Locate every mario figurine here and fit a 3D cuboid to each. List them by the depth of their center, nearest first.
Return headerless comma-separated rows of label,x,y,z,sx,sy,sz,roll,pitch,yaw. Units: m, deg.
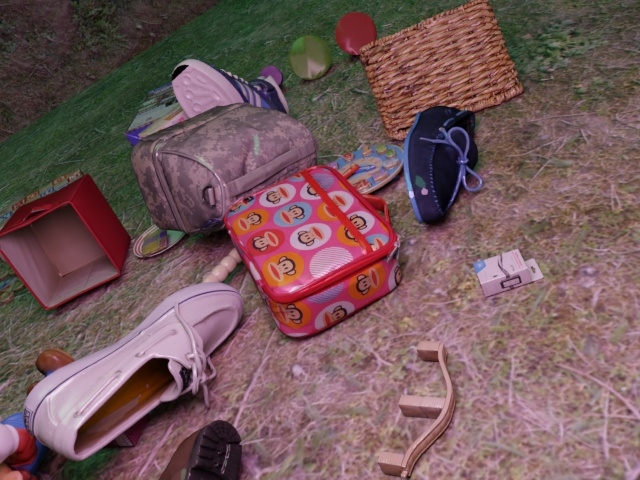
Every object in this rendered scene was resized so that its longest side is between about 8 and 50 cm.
mario figurine,-0.463,0.296,0.901,0.170,0.198,0.321,-6,31,8

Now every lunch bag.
lunch bag,0.000,0.000,1.033,0.258,0.120,0.293,-26,40,-11
lunch bag,-0.181,-0.143,1.251,0.256,0.213,0.305,4,28,41

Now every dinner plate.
dinner plate,-0.351,-0.006,1.406,0.141,0.017,0.141,-20,32,13

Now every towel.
towel,-0.361,0.004,1.376,0.060,0.009,0.083,-27,32,2

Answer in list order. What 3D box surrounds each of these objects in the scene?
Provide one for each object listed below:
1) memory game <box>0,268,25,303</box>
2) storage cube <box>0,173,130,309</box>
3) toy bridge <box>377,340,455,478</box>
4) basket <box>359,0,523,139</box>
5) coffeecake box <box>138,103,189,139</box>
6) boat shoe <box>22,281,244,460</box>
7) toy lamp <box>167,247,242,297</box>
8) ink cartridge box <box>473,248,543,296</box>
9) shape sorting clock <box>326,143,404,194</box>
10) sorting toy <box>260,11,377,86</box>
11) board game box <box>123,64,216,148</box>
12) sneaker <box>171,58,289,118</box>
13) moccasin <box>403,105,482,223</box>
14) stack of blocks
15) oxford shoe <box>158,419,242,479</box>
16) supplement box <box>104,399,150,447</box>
memory game,-0.790,0.122,1.546,0.186,0.012,0.186,-19,32,13
storage cube,-0.547,0.000,1.366,0.183,0.215,0.193,-26,25,3
toy bridge,0.126,0.200,0.756,0.063,0.026,0.188,-3,39,31
basket,0.260,-0.356,1.392,0.299,0.223,0.213,-21,-1,9
coffeecake box,-0.328,-0.218,1.533,0.068,0.186,0.142,11,48,45
boat shoe,-0.216,0.183,0.899,0.156,0.136,0.367,20,34,35
toy lamp,-0.191,0.070,1.123,0.080,0.080,0.275,5,45,40
ink cartridge box,0.261,0.042,0.881,0.083,0.028,0.048,-20,33,10
shape sorting clock,0.072,-0.138,1.265,0.206,0.040,0.206,-19,33,13
sorting toy,-0.004,-0.544,1.877,0.365,0.127,0.126,-26,3,6
board game box,-0.395,-0.352,1.815,0.232,0.141,0.291,-18,33,14
sneaker,-0.198,-0.344,1.498,0.130,0.322,0.236,-30,34,30
moccasin,0.217,-0.160,1.104,0.116,0.138,0.342,-8,37,20
stack of blocks,-0.758,-0.069,1.724,0.297,0.087,0.171,-33,33,-10
oxford shoe,-0.167,0.331,0.751,0.096,0.083,0.227,-29,26,36
supplement box,-0.308,0.276,0.947,0.083,0.043,0.055,-11,34,23
